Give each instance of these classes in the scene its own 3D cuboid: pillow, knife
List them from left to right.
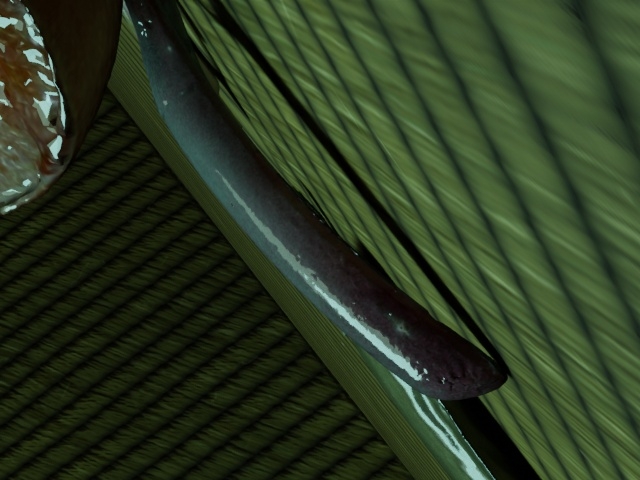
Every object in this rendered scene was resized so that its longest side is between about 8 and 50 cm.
[{"bbox_3d":[-0.021,-0.032,0.841,0.278,0.053,0.123,53,-178,20],"label":"knife"},{"bbox_3d":[0.069,0.099,1.029,0.217,0.033,0.130,53,179,6],"label":"pillow"}]

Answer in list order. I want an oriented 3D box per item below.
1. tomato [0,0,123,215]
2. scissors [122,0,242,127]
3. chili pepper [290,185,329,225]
[{"bbox_3d":[-0.206,-0.166,0.797,0.338,0.143,0.338,25,142,21],"label":"tomato"},{"bbox_3d":[-0.130,-0.179,1.029,0.160,0.024,0.317,52,177,45],"label":"scissors"},{"bbox_3d":[0.000,0.000,1.096,0.027,0.022,0.083,12,153,28],"label":"chili pepper"}]
